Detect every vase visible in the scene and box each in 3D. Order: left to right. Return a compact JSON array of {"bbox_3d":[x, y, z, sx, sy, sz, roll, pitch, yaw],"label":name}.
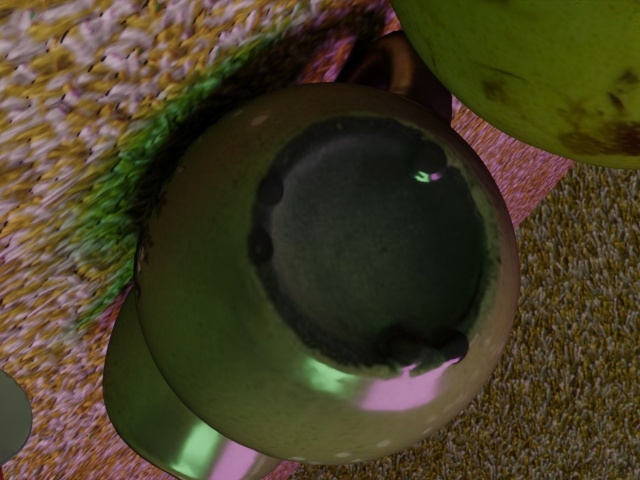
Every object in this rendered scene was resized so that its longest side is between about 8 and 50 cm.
[{"bbox_3d":[0.000,0.000,0.964,0.329,0.241,0.302,-67,-168,-22],"label":"vase"}]

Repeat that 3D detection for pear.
[{"bbox_3d":[0.158,-0.165,0.644,0.283,0.283,0.283,-41,169,-10],"label":"pear"}]

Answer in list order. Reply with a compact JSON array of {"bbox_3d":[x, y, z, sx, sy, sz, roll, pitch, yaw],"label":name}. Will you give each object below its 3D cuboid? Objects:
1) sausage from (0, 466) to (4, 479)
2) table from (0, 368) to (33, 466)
[{"bbox_3d":[-0.210,0.140,0.850,0.050,0.145,0.048,-21,139,0],"label":"sausage"},{"bbox_3d":[-0.254,0.155,0.737,0.166,0.166,0.198,-32,172,-45],"label":"table"}]
